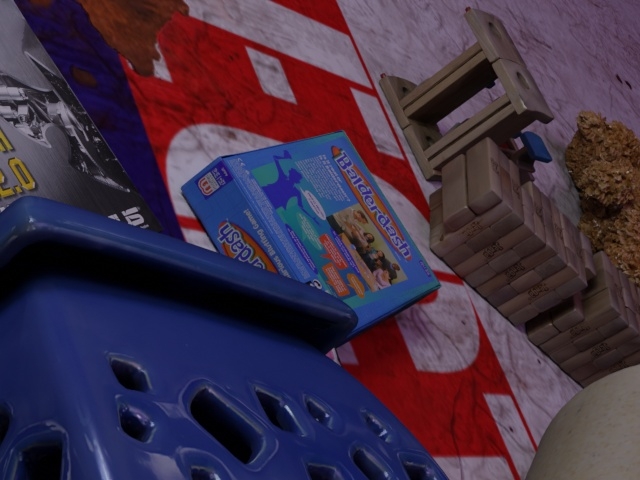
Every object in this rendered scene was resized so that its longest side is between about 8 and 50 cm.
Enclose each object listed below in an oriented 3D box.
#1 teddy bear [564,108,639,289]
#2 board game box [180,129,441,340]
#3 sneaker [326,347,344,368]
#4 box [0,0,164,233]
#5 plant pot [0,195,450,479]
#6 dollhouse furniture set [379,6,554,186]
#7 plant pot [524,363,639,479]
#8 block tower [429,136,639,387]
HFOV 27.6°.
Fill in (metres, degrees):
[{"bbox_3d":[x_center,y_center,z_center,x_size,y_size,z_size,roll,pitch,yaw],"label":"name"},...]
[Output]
[{"bbox_3d":[0.391,-0.020,1.601,0.245,0.113,0.338,47,28,-20],"label":"teddy bear"},{"bbox_3d":[0.000,0.000,1.017,0.160,0.047,0.210,58,28,7],"label":"board game box"},{"bbox_3d":[0.002,0.125,0.879,0.077,0.072,0.178,24,47,-64],"label":"sneaker"},{"bbox_3d":[-0.209,-0.043,0.721,0.183,0.056,0.231,58,27,3],"label":"box"},{"bbox_3d":[-0.088,0.125,0.547,0.236,0.236,0.212,20,38,-47],"label":"plant pot"},{"bbox_3d":[0.179,-0.141,1.372,0.183,0.129,0.129,7,54,-54],"label":"dollhouse furniture set"},{"bbox_3d":[0.204,0.240,0.702,0.334,0.334,0.305,47,37,-15],"label":"plant pot"},{"bbox_3d":[0.239,0.047,1.302,0.335,0.091,0.097,42,31,-25],"label":"block tower"}]
